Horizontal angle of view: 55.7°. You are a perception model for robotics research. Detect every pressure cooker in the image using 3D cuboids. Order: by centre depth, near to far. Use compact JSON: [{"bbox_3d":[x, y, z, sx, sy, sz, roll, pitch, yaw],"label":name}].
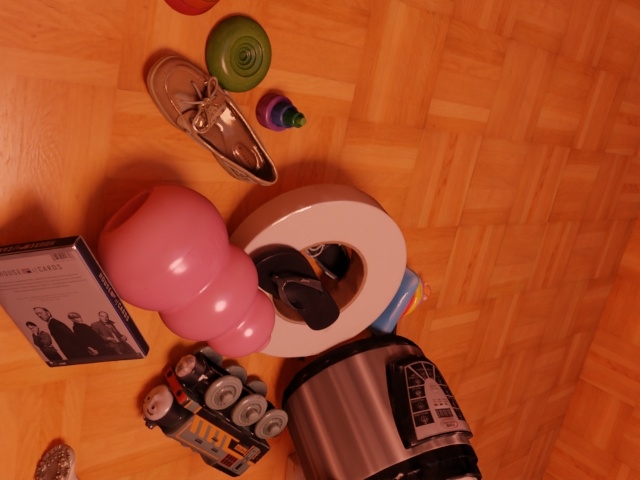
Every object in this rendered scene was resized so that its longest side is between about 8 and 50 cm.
[{"bbox_3d":[0.143,0.466,1.321,0.369,0.420,0.376,-22,146,-3],"label":"pressure cooker"}]

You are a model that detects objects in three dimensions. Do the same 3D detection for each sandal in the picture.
[{"bbox_3d":[-0.034,0.096,1.136,0.097,0.054,0.254,-40,131,6],"label":"sandal"}]

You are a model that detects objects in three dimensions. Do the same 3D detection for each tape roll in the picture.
[{"bbox_3d":[-0.013,0.071,1.212,0.391,0.072,0.392,-14,130,-17],"label":"tape roll"}]

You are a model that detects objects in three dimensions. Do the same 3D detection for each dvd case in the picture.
[{"bbox_3d":[-0.388,0.100,0.915,0.030,0.179,0.239,-81,159,-51],"label":"dvd case"}]

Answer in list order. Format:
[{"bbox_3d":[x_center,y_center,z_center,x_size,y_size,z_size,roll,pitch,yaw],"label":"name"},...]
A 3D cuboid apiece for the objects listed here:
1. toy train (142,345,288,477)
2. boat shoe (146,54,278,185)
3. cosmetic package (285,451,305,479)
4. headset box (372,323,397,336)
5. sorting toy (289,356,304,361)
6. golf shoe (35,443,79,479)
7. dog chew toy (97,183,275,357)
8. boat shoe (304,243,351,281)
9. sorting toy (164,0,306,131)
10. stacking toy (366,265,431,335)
[{"bbox_3d":[-0.205,0.351,1.224,0.190,0.142,0.334,-44,134,-4],"label":"toy train"},{"bbox_3d":[-0.167,-0.195,1.014,0.105,0.089,0.285,-55,136,-7],"label":"boat shoe"},{"bbox_3d":[-0.055,0.595,1.544,0.060,0.041,0.115,-14,119,-38],"label":"cosmetic package"},{"bbox_3d":[0.168,0.229,1.577,0.062,0.032,0.083,-18,123,-36],"label":"headset box"},{"bbox_3d":[-0.053,0.252,1.398,0.062,0.012,0.083,-23,121,-39],"label":"sorting toy"},{"bbox_3d":[-0.461,0.435,1.086,0.086,0.069,0.176,-5,118,-63],"label":"golf shoe"},{"bbox_3d":[-0.198,0.068,0.995,0.207,0.206,0.332,-48,116,-15],"label":"dog chew toy"},{"bbox_3d":[0.000,0.000,1.273,0.095,0.079,0.255,-38,130,-13],"label":"boat shoe"},{"bbox_3d":[-0.114,-0.315,0.981,0.127,0.126,0.366,-47,134,-16],"label":"sorting toy"},{"bbox_3d":[0.196,0.121,1.484,0.301,0.165,0.175,7,115,-56],"label":"stacking toy"}]
